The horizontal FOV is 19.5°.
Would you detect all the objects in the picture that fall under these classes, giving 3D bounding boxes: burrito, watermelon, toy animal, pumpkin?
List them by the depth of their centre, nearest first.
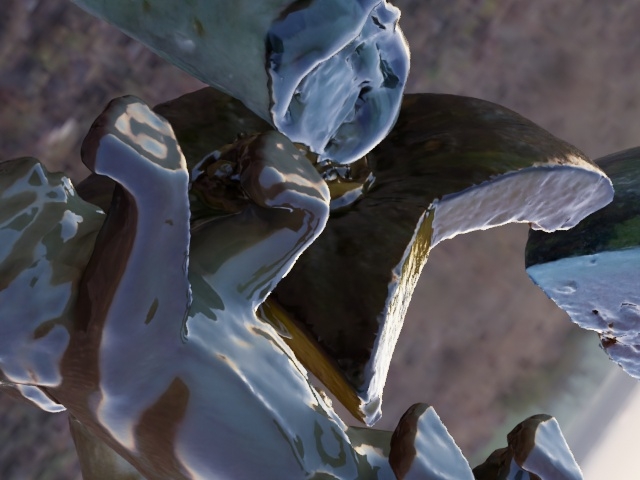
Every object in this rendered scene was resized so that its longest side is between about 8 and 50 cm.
[{"bbox_3d":[-0.043,0.051,0.666,0.157,0.312,0.097,-36,-165,32],"label":"toy animal"},{"bbox_3d":[-0.070,-0.127,0.787,0.089,0.229,0.144,-50,158,-5],"label":"burrito"},{"bbox_3d":[-0.009,-0.014,1.041,0.290,0.258,0.095,-42,138,-48],"label":"pumpkin"},{"bbox_3d":[0.271,0.031,1.398,0.261,0.212,0.201,-30,111,-64],"label":"watermelon"}]

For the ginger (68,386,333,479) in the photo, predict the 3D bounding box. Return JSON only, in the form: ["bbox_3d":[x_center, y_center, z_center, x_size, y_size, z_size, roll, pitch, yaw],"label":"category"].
[{"bbox_3d":[-0.091,0.180,1.295,0.236,0.166,0.376,-24,120,-68],"label":"ginger"}]
